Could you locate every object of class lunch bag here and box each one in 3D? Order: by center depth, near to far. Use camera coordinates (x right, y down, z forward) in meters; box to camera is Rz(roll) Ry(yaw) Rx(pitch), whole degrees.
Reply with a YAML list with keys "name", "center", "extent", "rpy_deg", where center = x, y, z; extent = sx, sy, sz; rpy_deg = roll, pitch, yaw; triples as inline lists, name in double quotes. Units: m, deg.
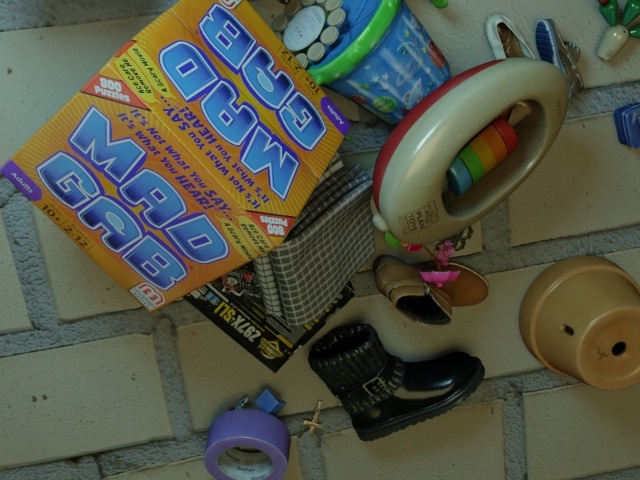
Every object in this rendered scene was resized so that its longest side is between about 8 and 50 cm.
- name: "lunch bag"
  center: [0.681, -0.251, 1.619]
  extent: [0.067, 0.065, 0.098]
  rpy_deg: [-22, 110, -1]

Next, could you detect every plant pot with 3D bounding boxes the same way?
- name: "plant pot"
  center: [0.622, 0.202, 1.686]
  extent: [0.290, 0.203, 0.291]
  rpy_deg: [-3, 109, -8]

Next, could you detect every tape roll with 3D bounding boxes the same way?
- name: "tape roll"
  center: [-0.163, 0.469, 1.688]
  extent: [0.188, 0.080, 0.189]
  rpy_deg: [2, 127, 2]

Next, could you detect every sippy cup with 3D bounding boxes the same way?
- name: "sippy cup"
  center: [0.120, -0.343, 1.436]
  extent: [0.224, 0.240, 0.305]
  rpy_deg: [37, 123, -27]

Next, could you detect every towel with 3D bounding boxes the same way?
- name: "towel"
  center: [0.000, 0.000, 1.454]
  extent: [0.283, 0.121, 0.235]
  rpy_deg: [-43, 140, -29]

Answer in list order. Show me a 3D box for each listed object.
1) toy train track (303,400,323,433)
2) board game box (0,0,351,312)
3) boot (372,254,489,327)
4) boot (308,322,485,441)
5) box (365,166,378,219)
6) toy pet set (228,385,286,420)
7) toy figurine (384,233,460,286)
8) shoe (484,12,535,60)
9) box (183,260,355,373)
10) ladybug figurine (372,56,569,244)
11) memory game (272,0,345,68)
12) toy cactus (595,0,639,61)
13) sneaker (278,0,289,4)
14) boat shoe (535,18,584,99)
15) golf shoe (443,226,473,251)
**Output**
- name: "toy train track"
  center: [-0.012, 0.413, 1.762]
  extent: [0.048, 0.014, 0.083]
  rpy_deg: [17, 99, -6]
- name: "board game box"
  center: [-0.234, -0.162, 1.289]
  extent: [0.356, 0.356, 0.356]
  rpy_deg: [-26, 114, 40]
- name: "boot"
  center: [0.254, 0.114, 1.592]
  extent: [0.283, 0.220, 0.109]
  rpy_deg: [19, 105, -14]
- name: "boot"
  center: [0.172, 0.279, 1.682]
  extent: [0.348, 0.131, 0.260]
  rpy_deg: [-27, 110, 1]
- name: "box"
  center: [0.213, -0.140, 1.571]
  extent: [0.275, 0.094, 0.113]
  rpy_deg: [-31, 110, 2]
- name: "toy pet set"
  center: [-0.130, 0.396, 1.710]
  extent: [0.122, 0.065, 0.114]
  rpy_deg: [40, 99, -18]
- name: "toy figurine"
  center: [0.230, 0.009, 1.517]
  extent: [0.130, 0.159, 0.173]
  rpy_deg: [-7, 140, -29]
- name: "shoe"
  center: [0.400, -0.362, 1.545]
  extent: [0.076, 0.058, 0.219]
  rpy_deg: [-32, 109, 3]
- name: "box"
  center: [-0.124, 0.091, 1.607]
  extent: [0.322, 0.079, 0.257]
  rpy_deg: [42, 99, -18]
- name: "ladybug figurine"
  center: [0.259, -0.175, 1.392]
  extent: [0.449, 0.162, 0.305]
  rpy_deg: [-37, 139, -12]
- name: "memory game"
  center: [-0.030, -0.398, 1.417]
  extent: [0.186, 0.186, 0.012]
  rpy_deg: [-49, 137, 9]
- name: "toy cactus"
  center: [0.637, -0.450, 1.539]
  extent: [0.219, 0.112, 0.181]
  rpy_deg: [19, 114, -22]
- name: "sneaker"
  center: [-0.082, -0.493, 1.444]
  extent: [0.031, 0.035, 0.083]
  rpy_deg: [-25, 110, 1]
- name: "boat shoe"
  center: [0.497, -0.380, 1.556]
  extent: [0.066, 0.066, 0.183]
  rpy_deg: [-28, 120, -4]
- name: "golf shoe"
  center: [0.299, -0.076, 1.615]
  extent: [0.093, 0.077, 0.198]
  rpy_deg: [18, 103, -13]
